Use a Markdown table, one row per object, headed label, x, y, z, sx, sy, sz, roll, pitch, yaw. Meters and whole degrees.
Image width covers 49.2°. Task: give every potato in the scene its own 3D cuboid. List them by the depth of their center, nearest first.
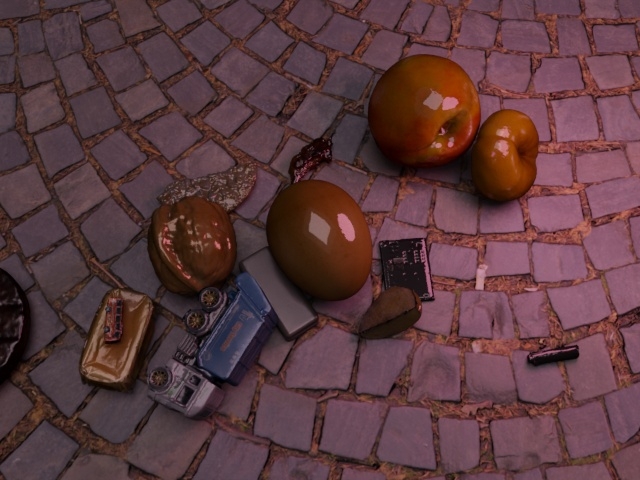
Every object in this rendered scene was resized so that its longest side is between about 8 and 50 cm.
| label | x | y | z | sx | sy | sz | roll | pitch | yaw |
| --- | --- | --- | --- | --- | --- | --- | --- | --- | --- |
| potato | 0.183 | 0.187 | 1.764 | 0.172 | 0.089 | 0.100 | -32 | 43 | 19 |

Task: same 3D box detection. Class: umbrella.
| label | x | y | z | sx | sy | sz | roll | pitch | yaw |
| --- | --- | --- | --- | --- | --- | --- | --- | --- | --- |
| umbrella | 0.579 | 0.286 | 1.733 | 0.133 | 0.031 | 0.036 | -8 | 64 | -3 |

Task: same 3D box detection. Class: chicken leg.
| label | x | y | z | sx | sy | sz | roll | pitch | yaw |
| --- | --- | --- | --- | --- | --- | --- | --- | --- | --- |
| chicken leg | -0.038 | -0.212 | 1.948 | 0.089 | 0.048 | 0.219 | 37 | 71 | 18 |

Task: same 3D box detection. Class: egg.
| label | x | y | z | sx | sy | sz | roll | pitch | yaw |
| --- | --- | --- | --- | --- | --- | --- | --- | --- | --- |
| egg | 0.000 | 0.000 | 1.743 | 0.250 | 0.250 | 0.322 | -22 | 73 | -10 |

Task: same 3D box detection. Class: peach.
| label | x | y | z | sx | sy | sz | roll | pitch | yaw |
| --- | --- | --- | --- | --- | --- | --- | --- | --- | --- |
| peach | 0.491 | -0.228 | 1.854 | 0.153 | 0.251 | 0.251 | 6 | 64 | 28 |
| peach | 0.272 | -0.352 | 1.889 | 0.308 | 0.307 | 0.332 | -24 | 45 | -10 |

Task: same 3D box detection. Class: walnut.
| label | x | y | z | sx | sy | sz | roll | pitch | yaw |
| --- | --- | --- | --- | --- | --- | --- | --- | --- | --- |
| walnut | -0.321 | 0.018 | 1.751 | 0.225 | 0.257 | 0.257 | -30 | 65 | 23 |

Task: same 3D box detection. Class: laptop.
| label | x | y | z | sx | sy | sz | roll | pitch | yaw |
| --- | --- | --- | --- | --- | --- | --- | --- | --- | --- |
| laptop | 0.227 | 0.078 | 1.836 | 0.129 | 0.016 | 0.180 | -5 | 67 | -2 |

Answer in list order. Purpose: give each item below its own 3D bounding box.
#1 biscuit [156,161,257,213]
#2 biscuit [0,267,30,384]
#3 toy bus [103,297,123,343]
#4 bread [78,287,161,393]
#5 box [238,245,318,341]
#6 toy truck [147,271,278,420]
| label | x | y | z | sx | sy | sz | roll | pitch | yaw |
| --- | --- | --- | --- | --- | --- | --- | --- | --- | --- |
| biscuit | -0.299 | -0.120 | 1.912 | 0.290 | 0.038 | 0.141 | -15 | 67 | -5 |
| biscuit | -0.923 | 0.232 | 1.726 | 0.408 | 0.091 | 0.407 | 0 | 64 | -1 |
| toy bus | -0.490 | 0.191 | 1.660 | 0.043 | 0.031 | 0.110 | 2 | 66 | -12 |
| bread | -0.491 | 0.244 | 1.710 | 0.136 | 0.107 | 0.241 | 11 | 66 | 2 |
| box | -0.108 | 0.134 | 1.788 | 0.103 | 0.055 | 0.243 | -31 | 69 | -13 |
| toy truck | -0.250 | 0.251 | 1.666 | 0.175 | 0.146 | 0.367 | 29 | 77 | 17 |
